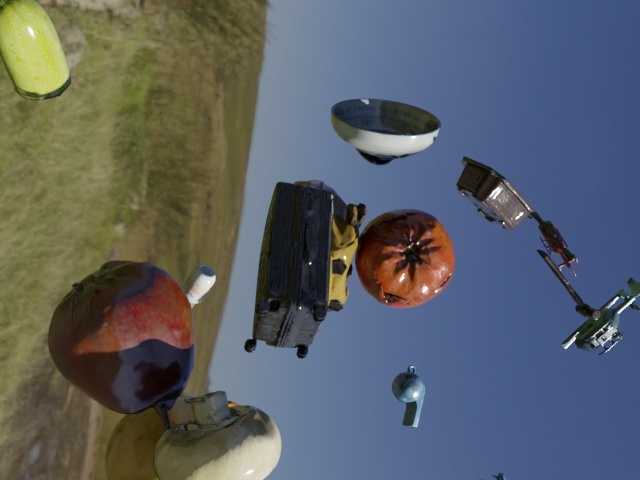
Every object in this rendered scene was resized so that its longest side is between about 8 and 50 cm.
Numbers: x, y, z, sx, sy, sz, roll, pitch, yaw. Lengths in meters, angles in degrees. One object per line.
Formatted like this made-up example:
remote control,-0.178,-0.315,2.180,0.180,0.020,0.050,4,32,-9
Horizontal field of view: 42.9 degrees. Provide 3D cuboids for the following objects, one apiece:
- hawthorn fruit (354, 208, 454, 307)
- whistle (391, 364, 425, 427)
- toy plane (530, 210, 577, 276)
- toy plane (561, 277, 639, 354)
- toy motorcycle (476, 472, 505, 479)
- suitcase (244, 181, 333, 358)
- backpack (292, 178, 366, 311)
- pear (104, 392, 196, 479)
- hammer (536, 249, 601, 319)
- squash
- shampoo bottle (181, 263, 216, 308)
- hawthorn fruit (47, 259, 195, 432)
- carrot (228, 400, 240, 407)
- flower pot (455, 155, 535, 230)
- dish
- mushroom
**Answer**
hawthorn fruit,0.207,0.046,2.230,0.307,0.276,0.275,-178,-85,-71
whistle,0.225,0.405,2.142,0.090,0.090,0.157,126,-20,-72
toy plane,0.438,0.009,1.508,0.060,0.037,0.145,46,18,-56
toy plane,0.663,0.184,1.884,0.235,0.060,0.096,-44,-160,8
toy motorcycle,0.474,0.755,2.176,0.092,0.136,0.254,53,27,-59
suitcase,-0.067,0.062,1.808,0.229,0.152,0.334,112,-16,-57
backpack,-0.006,-0.001,2.231,0.353,0.201,0.378,100,-16,-47
pear,-0.349,0.521,1.902,0.314,0.315,0.314,-172,-90,-81
hammer,0.451,0.078,1.492,0.021,0.178,0.065,-43,-159,-7
squash,-0.617,-0.422,1.720,0.247,0.133,0.132,94,-2,-59
shampoo bottle,-0.374,0.155,2.359,0.192,0.074,0.074,-53,-157,26
hawthorn fruit,-0.384,0.195,1.653,0.308,0.325,0.308,-37,-148,29
carrot,-0.175,0.375,1.786,0.190,0.037,0.037,56,36,-68
flower pot,0.460,-0.113,2.194,0.084,0.251,0.179,-53,-142,-3
dish,0.156,-0.252,2.040,0.273,0.274,0.133,-99,-166,-62
mushroom,-0.198,0.386,1.558,0.246,0.246,0.202,-139,-141,-79
